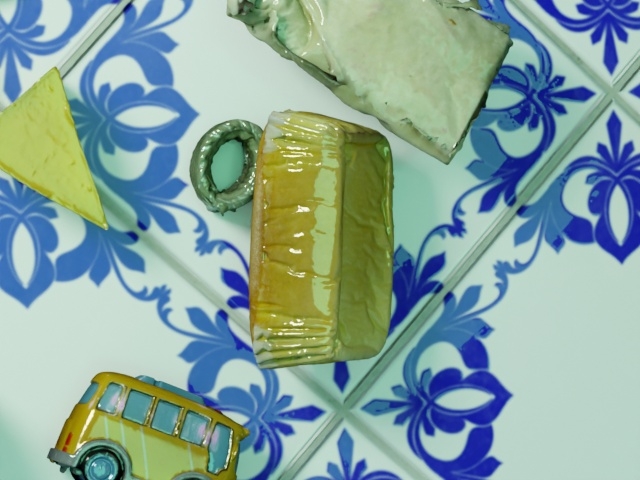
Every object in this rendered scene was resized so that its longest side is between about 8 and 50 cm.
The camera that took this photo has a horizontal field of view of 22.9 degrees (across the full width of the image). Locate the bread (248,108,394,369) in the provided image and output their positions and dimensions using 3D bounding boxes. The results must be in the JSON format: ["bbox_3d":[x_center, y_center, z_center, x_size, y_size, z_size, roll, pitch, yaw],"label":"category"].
[{"bbox_3d":[0.000,0.000,1.750,0.152,0.119,0.288,0,92,-56],"label":"bread"}]

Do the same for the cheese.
[{"bbox_3d":[-0.286,-0.081,1.723,0.126,0.093,0.171,-41,99,-11],"label":"cheese"}]

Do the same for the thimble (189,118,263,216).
[{"bbox_3d":[-0.103,-0.082,1.776,0.084,0.062,0.110,16,88,-13],"label":"thimble"}]

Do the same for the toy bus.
[{"bbox_3d":[-0.183,0.226,1.738,0.210,0.126,0.136,23,78,-11],"label":"toy bus"}]

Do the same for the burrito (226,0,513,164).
[{"bbox_3d":[0.045,-0.243,1.766,0.332,0.135,0.190,33,81,-9],"label":"burrito"}]
